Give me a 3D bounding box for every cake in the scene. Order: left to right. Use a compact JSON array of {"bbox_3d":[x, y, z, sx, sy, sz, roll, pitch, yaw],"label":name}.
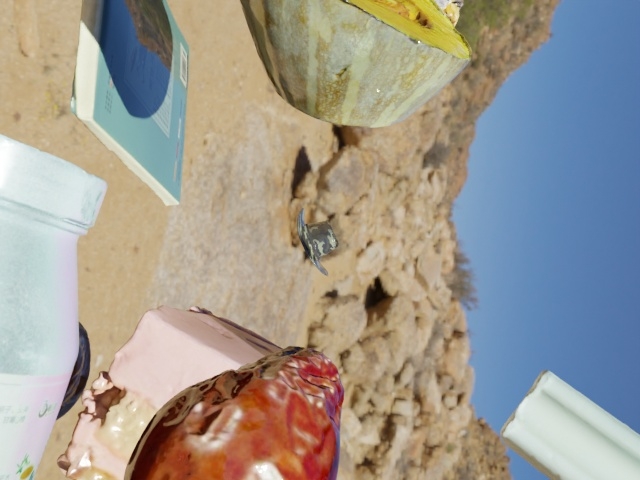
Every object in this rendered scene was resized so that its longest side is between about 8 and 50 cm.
[{"bbox_3d":[-0.198,0.279,1.055,0.307,0.293,0.314,-59,177,1],"label":"cake"}]

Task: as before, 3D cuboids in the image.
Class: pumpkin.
[{"bbox_3d":[0.011,-0.167,0.547,0.217,0.217,0.110,-74,-172,-61],"label":"pumpkin"}]

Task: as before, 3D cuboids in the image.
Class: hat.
[{"bbox_3d":[0.000,0.000,1.082,0.121,0.050,0.121,-22,90,-85],"label":"hat"}]

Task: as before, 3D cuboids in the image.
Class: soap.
[{"bbox_3d":[0.322,0.257,0.713,0.087,0.265,0.160,-52,154,-6],"label":"soap"}]

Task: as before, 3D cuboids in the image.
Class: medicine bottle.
[{"bbox_3d":[-0.305,0.056,0.520,0.245,0.245,0.290,56,51,-83],"label":"medicine bottle"}]

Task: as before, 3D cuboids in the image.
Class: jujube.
[{"bbox_3d":[-0.051,0.172,0.552,0.236,0.168,0.168,-42,142,-55],"label":"jujube"}]

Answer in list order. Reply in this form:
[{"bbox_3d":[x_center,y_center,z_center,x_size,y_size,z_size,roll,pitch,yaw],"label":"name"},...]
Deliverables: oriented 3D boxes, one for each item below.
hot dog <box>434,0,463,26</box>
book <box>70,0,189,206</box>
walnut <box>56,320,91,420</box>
[{"bbox_3d":[0.125,-0.240,0.882,0.131,0.069,0.253,-52,175,-3],"label":"hot dog"},{"bbox_3d":[-0.219,-0.211,0.862,0.379,0.031,0.264,82,8,-79],"label":"book"},{"bbox_3d":[-0.496,0.210,1.166,0.228,0.228,0.228,8,90,-85],"label":"walnut"}]
